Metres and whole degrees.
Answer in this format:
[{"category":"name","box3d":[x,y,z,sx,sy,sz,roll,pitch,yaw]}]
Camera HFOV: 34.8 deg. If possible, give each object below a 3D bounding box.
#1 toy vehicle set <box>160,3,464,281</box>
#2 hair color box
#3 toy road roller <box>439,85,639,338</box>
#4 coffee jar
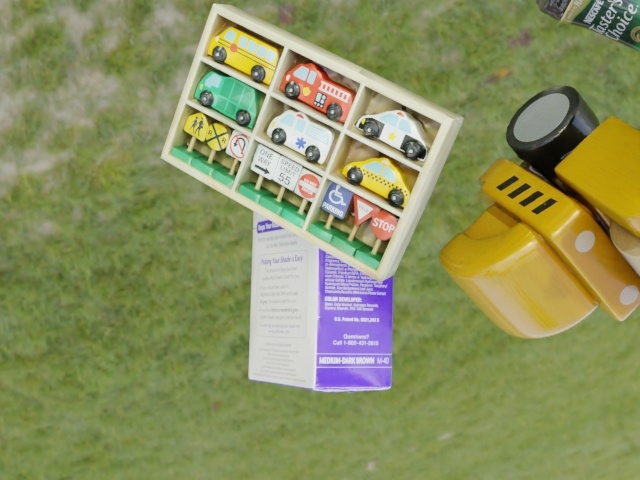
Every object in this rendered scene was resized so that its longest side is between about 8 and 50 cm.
[{"category":"toy vehicle set","box3d":[-0.016,-0.096,0.968,0.035,0.266,0.166,-19,134,-61]},{"category":"hair color box","box3d":[0.000,0.000,1.196,0.110,0.339,0.185,2,176,-27]},{"category":"toy road roller","box3d":[0.280,0.011,1.081,0.240,0.329,0.202,-45,120,2]},{"category":"coffee jar","box3d":[0.325,-0.253,1.076,0.184,0.079,0.096,24,157,5]}]
